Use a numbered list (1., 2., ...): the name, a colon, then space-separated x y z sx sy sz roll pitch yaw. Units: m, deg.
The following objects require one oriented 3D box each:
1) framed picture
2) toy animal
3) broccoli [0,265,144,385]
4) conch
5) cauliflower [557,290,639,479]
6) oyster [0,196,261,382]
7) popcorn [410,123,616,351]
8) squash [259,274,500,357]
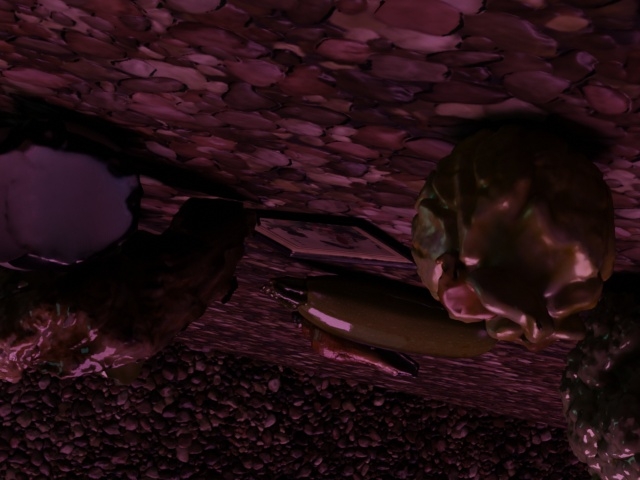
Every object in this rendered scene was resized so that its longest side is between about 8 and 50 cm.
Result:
1. framed picture: 0.000 0.000 1.115 0.199 0.010 0.195 6 167 29
2. toy animal: -0.257 -0.042 0.886 0.166 0.138 0.179 29 169 -27
3. broccoli: -0.309 0.050 1.103 0.260 0.288 0.235 -2 124 47
4. conch: 0.057 0.175 1.715 0.232 0.086 0.080 13 169 1
5. cauliflower: 0.385 0.185 1.011 0.281 0.260 0.327 9 -170 36
6. oyster: -0.187 0.032 0.954 0.166 0.294 0.094 17 139 40
7. popcorn: 0.124 -0.007 0.657 0.141 0.135 0.162 23 -142 32
8. squash: 0.079 0.098 1.326 0.341 0.094 0.094 12 169 -14
